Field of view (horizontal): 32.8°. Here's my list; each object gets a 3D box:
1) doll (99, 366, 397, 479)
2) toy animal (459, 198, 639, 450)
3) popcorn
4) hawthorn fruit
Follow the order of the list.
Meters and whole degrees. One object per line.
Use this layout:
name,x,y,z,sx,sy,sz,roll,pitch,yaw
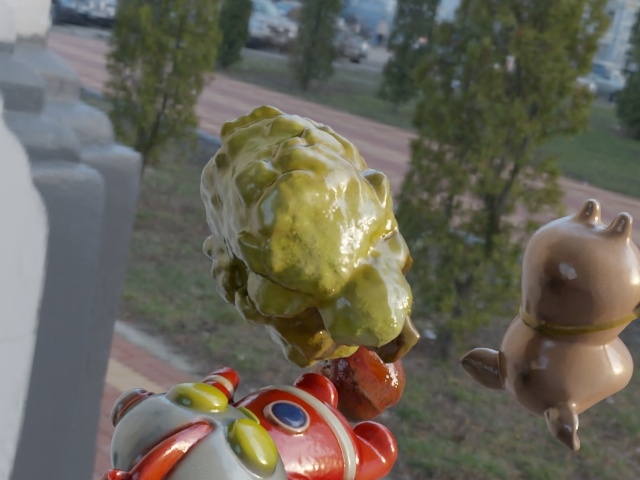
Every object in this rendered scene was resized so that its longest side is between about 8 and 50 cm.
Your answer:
doll,-0.060,0.167,0.871,0.200,0.105,0.336,39,19,26
toy animal,0.276,0.079,1.170,0.149,0.248,0.165,5,19,-33
popcorn,0.000,0.000,1.006,0.192,0.233,0.266,-28,59,-23
hawthorn fruit,0.044,0.176,1.389,0.128,0.128,0.128,11,12,-2
